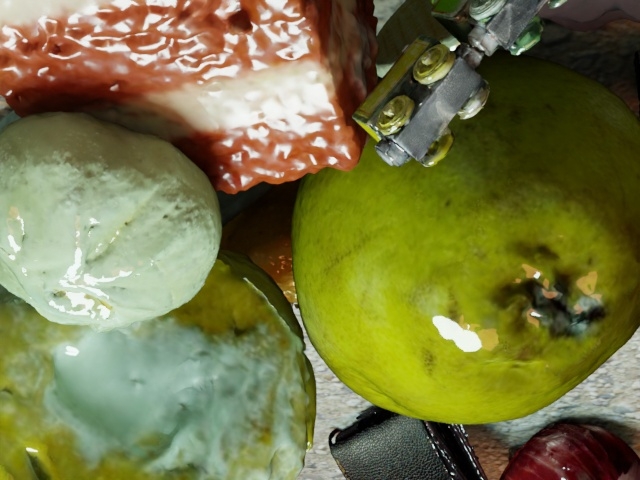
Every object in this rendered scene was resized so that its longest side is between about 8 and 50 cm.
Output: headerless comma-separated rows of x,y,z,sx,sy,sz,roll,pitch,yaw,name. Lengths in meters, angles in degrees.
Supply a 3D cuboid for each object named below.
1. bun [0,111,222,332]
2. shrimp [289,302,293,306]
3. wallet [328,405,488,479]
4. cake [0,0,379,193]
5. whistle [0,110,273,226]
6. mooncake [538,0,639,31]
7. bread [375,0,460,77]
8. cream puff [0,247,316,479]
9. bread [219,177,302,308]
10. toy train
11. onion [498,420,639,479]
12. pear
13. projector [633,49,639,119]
-0.173,-0.005,0.884,0.195,0.118,0.195,7,144,5,bun
-0.120,0.064,1.347,0.152,0.063,0.287,21,-172,10,shrimp
0.139,0.354,1.696,0.071,0.262,0.221,-24,170,-47,wallet
-0.108,-0.222,0.895,0.270,0.269,0.319,-8,143,19,cake
-0.196,-0.051,1.211,0.405,0.188,0.168,-13,139,24,whistle
0.227,-0.285,0.873,0.283,0.141,0.283,3,141,3,mooncake
0.092,-0.170,0.983,0.112,0.193,0.036,-38,110,5,bread
-0.187,0.160,1.096,0.378,0.378,0.275,11,155,-6,cream puff
0.000,0.000,1.289,0.229,0.143,0.139,15,143,-15,bread
0.101,-0.139,0.840,0.060,0.202,0.081,40,177,-28,toy train
0.352,0.366,1.713,0.252,0.219,0.252,-16,127,-23,onion
0.135,-0.009,1.066,0.352,0.352,0.413,10,-174,-5,pear
0.460,-0.136,1.067,0.337,0.108,0.108,-3,143,13,projector
